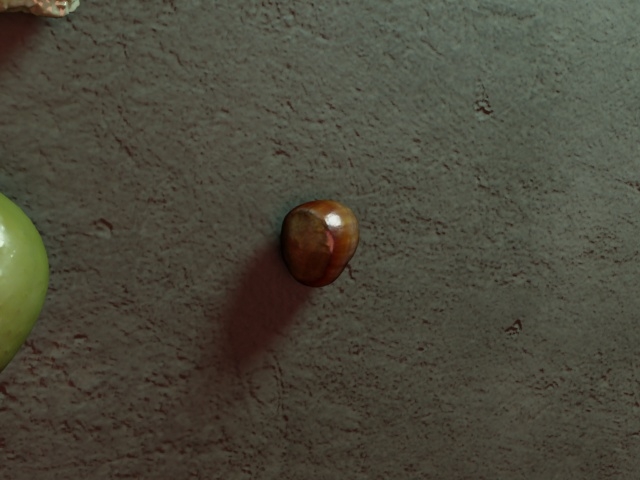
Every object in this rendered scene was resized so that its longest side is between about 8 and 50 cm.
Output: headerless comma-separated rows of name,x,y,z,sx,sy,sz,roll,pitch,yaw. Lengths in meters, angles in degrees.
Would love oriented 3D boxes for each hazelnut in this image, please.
hazelnut,0.000,0.000,0.825,0.086,0.086,0.086,-4,101,-19

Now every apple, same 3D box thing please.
apple,-0.310,0.031,0.654,0.200,0.200,0.200,-4,101,-19

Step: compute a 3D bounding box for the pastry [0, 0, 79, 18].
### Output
pastry,-0.315,-0.217,0.661,0.258,0.089,0.122,-15,108,-15
